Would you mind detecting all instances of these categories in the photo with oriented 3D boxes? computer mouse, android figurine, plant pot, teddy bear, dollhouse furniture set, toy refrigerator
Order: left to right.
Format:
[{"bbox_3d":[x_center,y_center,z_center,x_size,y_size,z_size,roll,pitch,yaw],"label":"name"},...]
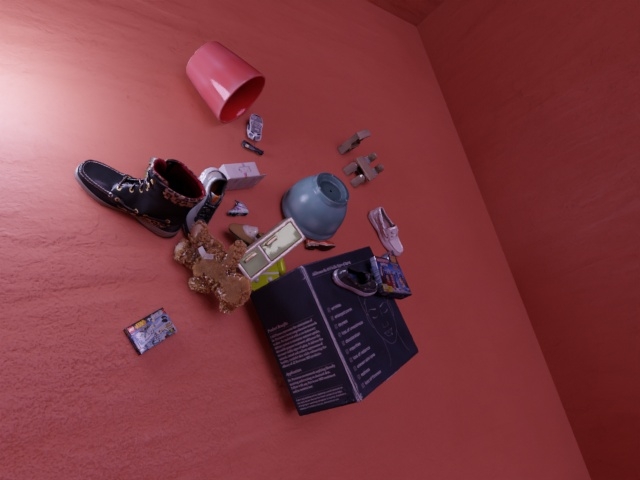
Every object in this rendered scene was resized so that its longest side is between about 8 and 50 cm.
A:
[{"bbox_3d":[-0.357,0.088,1.534,0.338,0.113,0.245,27,88,14],"label":"teddy bear"},{"bbox_3d":[-0.410,-0.675,1.894,0.243,0.275,0.275,45,45,1],"label":"plant pot"},{"bbox_3d":[-0.298,-0.480,2.024,0.106,0.042,0.193,16,63,-29],"label":"computer mouse"},{"bbox_3d":[-0.245,0.099,1.748,0.248,0.056,0.273,4,64,-40],"label":"android figurine"},{"bbox_3d":[-0.192,0.034,1.652,0.269,0.094,0.102,-38,102,-20],"label":"toy refrigerator"},{"bbox_3d":[0.004,-0.175,1.978,0.293,0.196,0.293,23,45,-24],"label":"plant pot"},{"bbox_3d":[0.228,-0.436,2.376,0.212,0.161,0.242,-32,91,-46],"label":"dollhouse furniture set"}]

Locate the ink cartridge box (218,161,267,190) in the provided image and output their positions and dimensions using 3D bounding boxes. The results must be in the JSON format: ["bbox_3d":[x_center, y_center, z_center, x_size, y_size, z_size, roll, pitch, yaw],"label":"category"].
[{"bbox_3d":[-0.329,-0.260,1.823,0.198,0.115,0.067,-14,78,-46],"label":"ink cartridge box"}]

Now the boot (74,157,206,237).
[{"bbox_3d":[-0.568,-0.178,1.443,0.377,0.284,0.138,39,48,-21],"label":"boot"}]

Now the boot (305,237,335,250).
[{"bbox_3d":[0.000,0.000,2.016,0.158,0.059,0.084,9,57,-37],"label":"boot"}]

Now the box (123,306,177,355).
[{"bbox_3d":[-0.532,0.283,1.413,0.137,0.027,0.094,-31,91,-46],"label":"box"}]

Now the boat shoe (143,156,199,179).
[{"bbox_3d":[-0.502,-0.195,1.657,0.307,0.111,0.104,24,80,-37],"label":"boat shoe"}]

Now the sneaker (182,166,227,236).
[{"bbox_3d":[-0.414,-0.128,1.612,0.100,0.108,0.271,17,98,-46],"label":"sneaker"}]

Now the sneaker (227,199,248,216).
[{"bbox_3d":[-0.338,-0.134,1.805,0.098,0.038,0.069,-2,68,-52],"label":"sneaker"}]

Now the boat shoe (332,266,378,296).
[{"bbox_3d":[0.142,0.138,1.596,0.228,0.076,0.080,25,47,-40],"label":"boat shoe"}]

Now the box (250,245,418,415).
[{"bbox_3d":[0.065,0.314,1.690,0.480,0.297,0.472,-12,77,-54],"label":"box"}]

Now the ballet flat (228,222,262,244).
[{"bbox_3d":[-0.240,-0.011,1.724,0.232,0.073,0.080,36,25,-19],"label":"ballet flat"}]

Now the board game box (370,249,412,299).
[{"bbox_3d":[0.260,0.127,1.769,0.194,0.060,0.194,14,54,-46],"label":"board game box"}]

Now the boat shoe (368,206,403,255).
[{"bbox_3d":[0.354,-0.048,2.323,0.277,0.096,0.098,56,44,-3],"label":"boat shoe"}]
